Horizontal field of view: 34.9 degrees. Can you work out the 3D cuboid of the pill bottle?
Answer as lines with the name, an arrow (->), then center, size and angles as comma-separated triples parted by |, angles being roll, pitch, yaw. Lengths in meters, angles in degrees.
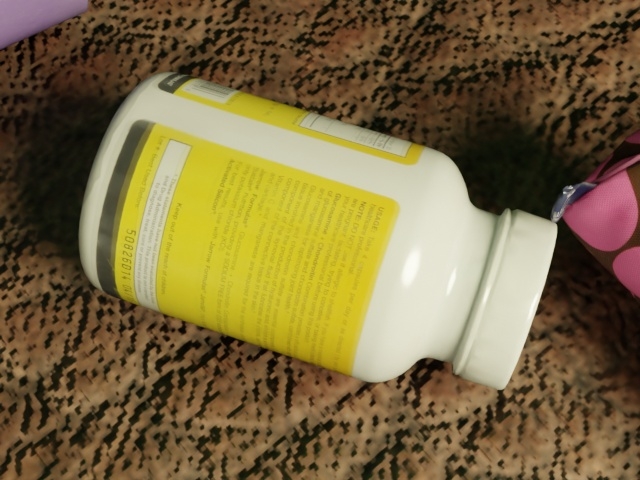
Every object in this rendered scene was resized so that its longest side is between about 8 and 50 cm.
pill bottle -> 0.000, 0.000, 0.435 | 0.184, 0.103, 0.103 | 18, 67, 8

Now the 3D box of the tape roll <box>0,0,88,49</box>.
tape roll -> -0.186, -0.177, 0.467 | 0.080, 0.189, 0.189 | -29, 69, -13

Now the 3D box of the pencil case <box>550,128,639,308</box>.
pencil case -> 0.182, 0.044, 0.396 | 0.095, 0.098, 0.209 | -34, 85, -17
